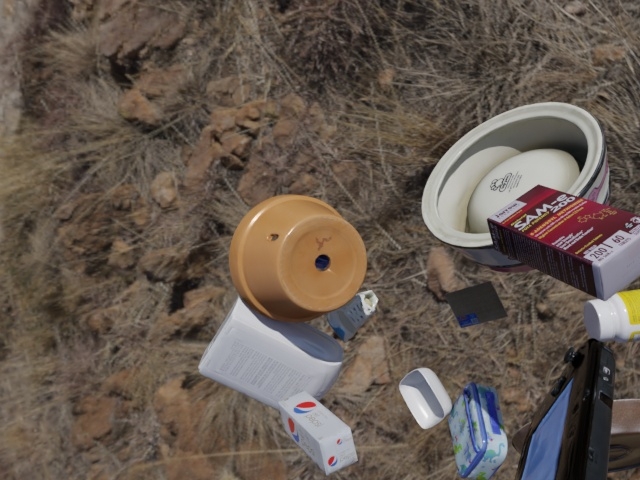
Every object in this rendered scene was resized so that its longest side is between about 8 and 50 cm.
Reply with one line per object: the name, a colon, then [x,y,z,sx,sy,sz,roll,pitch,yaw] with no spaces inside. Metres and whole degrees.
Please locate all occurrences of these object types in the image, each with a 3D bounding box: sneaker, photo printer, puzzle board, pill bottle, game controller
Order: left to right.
photo printer: [-0.111,0.288,1.515,0.307,0.107,0.256,27,127,-8]
sneaker: [0.086,0.189,1.634,0.092,0.228,0.087,-38,91,22]
puzzle board: [0.376,0.155,1.513,0.128,0.011,0.096,-22,99,38]
game controller: [0.240,0.228,0.644,0.067,0.319,0.166,36,123,10]
pill bottle: [0.741,0.176,1.469,0.208,0.119,0.119,-8,92,2]

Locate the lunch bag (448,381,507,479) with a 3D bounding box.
lunch bag: [0.408,0.492,1.627,0.090,0.219,0.176,13,130,-8]

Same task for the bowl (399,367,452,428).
bowl: [0.275,0.399,1.607,0.142,0.053,0.142,59,147,20]

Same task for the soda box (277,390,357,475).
soda box: [-0.010,0.375,1.240,0.216,0.069,0.074,14,119,64]

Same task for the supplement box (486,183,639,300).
supplement box: [0.401,-0.006,1.011,0.239,0.130,0.073,33,151,57]

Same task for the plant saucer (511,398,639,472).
plant saucer: [0.508,0.366,1.130,0.310,0.310,0.050,-31,46,32]

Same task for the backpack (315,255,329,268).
backpack: [0.000,0.000,1.558,0.097,0.120,0.101,25,148,-3]

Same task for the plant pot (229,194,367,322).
plant pot: [-0.032,0.044,1.346,0.203,0.290,0.291,-174,78,-68]

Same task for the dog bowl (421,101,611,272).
dog bowl: [0.432,-0.105,1.361,0.408,0.150,0.408,-29,36,23]
